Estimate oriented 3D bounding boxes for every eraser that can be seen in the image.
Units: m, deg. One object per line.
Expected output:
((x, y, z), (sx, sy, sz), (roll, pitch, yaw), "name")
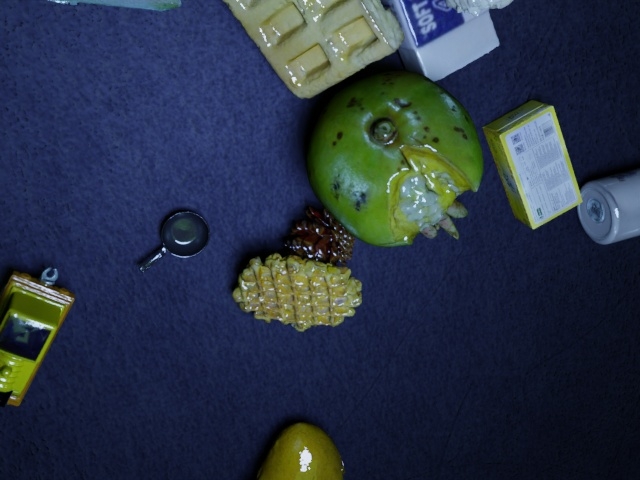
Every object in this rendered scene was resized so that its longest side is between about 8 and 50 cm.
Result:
((0.130, -0.362, 0.905), (0.124, 0.081, 0.279), (-30, 115, -6), "eraser")

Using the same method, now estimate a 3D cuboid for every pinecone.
((0.003, 0.003, 0.990), (0.102, 0.102, 0.109), (33, 112, -25), "pinecone")

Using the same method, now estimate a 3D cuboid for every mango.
((-0.041, 0.421, 1.114), (0.167, 0.130, 0.262), (15, 98, -17), "mango")

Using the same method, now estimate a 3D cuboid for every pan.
((-0.210, 0.004, 0.962), (0.115, 0.023, 0.068), (-37, 117, -5), "pan")

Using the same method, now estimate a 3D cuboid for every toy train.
((-0.402, 0.137, 0.895), (0.089, 0.127, 0.219), (27, 98, -24), "toy train")

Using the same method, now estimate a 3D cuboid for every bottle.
((0.553, -0.072, 1.130), (0.233, 0.110, 0.110), (-15, 113, -12), "bottle")

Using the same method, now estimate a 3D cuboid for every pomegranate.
((0.114, -0.095, 0.943), (0.236, 0.236, 0.302), (-47, 148, 3), "pomegranate")

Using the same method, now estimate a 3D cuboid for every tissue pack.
((0.333, -0.118, 1.069), (0.095, 0.062, 0.176), (-30, 116, -3), "tissue pack")

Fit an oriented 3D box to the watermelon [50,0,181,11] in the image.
((-0.253, -0.315, 0.803), (0.180, 0.094, 0.081), (-2, 108, -33), "watermelon")

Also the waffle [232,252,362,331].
((-0.033, 0.078, 0.991), (0.191, 0.038, 0.191), (3, 141, 3), "waffle")

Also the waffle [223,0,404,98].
((-0.035, -0.309, 0.839), (0.168, 0.057, 0.274), (-20, 123, 36), "waffle")

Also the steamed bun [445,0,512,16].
((0.226, -0.410, 0.731), (0.273, 0.272, 0.290), (-35, 119, -7), "steamed bun")
